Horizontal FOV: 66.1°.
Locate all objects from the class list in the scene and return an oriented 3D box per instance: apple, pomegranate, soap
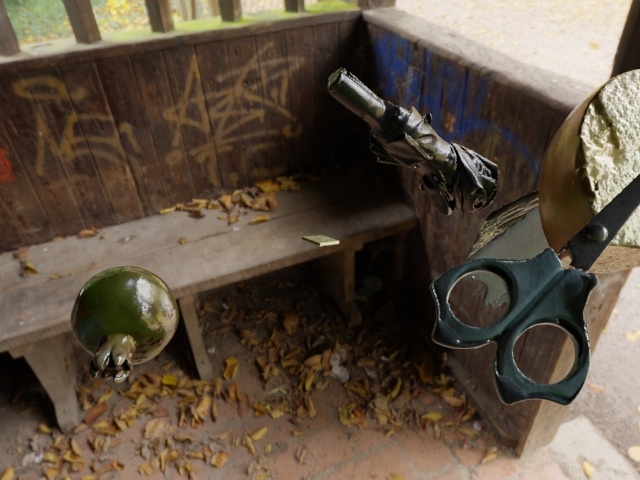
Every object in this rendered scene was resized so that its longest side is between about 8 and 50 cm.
[{"bbox_3d":[0.504,-0.111,0.833,0.252,0.314,0.309,-6,74,29],"label":"apple"},{"bbox_3d":[-0.350,0.139,0.850,0.179,0.179,0.210,5,12,10],"label":"pomegranate"},{"bbox_3d":[0.521,0.006,1.212,0.258,0.159,0.302,-25,16,42],"label":"soap"}]

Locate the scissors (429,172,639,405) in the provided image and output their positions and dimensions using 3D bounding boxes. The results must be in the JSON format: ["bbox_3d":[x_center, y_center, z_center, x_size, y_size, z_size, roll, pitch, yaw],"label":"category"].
[{"bbox_3d":[0.287,0.016,0.548,0.191,0.029,0.360,43,93,19],"label":"scissors"}]

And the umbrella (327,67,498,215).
[{"bbox_3d":[0.144,-0.143,0.748,0.340,0.118,0.118,31,25,-31],"label":"umbrella"}]

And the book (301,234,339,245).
[{"bbox_3d":[0.000,0.001,1.627,0.077,0.014,0.111,19,14,33],"label":"book"}]
